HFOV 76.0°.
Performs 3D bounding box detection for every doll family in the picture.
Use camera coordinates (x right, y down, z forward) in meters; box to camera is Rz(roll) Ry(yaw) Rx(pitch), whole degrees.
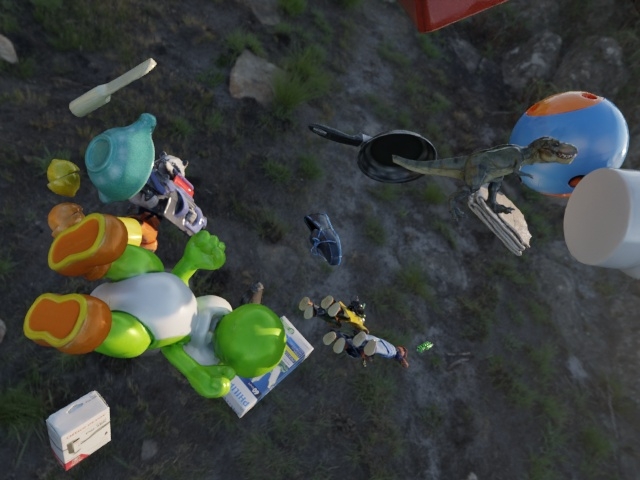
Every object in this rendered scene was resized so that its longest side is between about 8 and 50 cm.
[{"bbox_3d":[0.056,0.144,0.642,0.111,0.076,0.193,37,8,-46],"label":"doll family"}]

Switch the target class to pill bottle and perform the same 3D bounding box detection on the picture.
[{"bbox_3d":[0.710,-0.024,0.781,0.393,0.224,0.223,7,51,-2],"label":"pill bottle"}]

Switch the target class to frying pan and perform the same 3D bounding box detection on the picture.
[{"bbox_3d":[0.127,-0.219,1.032,0.327,0.197,0.053,7,62,-2],"label":"frying pan"}]

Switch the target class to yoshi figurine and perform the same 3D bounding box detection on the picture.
[{"bbox_3d":[-0.172,0.109,0.572,0.203,0.203,0.362,38,-4,37],"label":"yoshi figurine"}]

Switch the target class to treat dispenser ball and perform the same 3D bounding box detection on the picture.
[{"bbox_3d":[0.682,-0.265,1.143,0.289,0.288,0.288,15,50,-19],"label":"treat dispenser ball"}]

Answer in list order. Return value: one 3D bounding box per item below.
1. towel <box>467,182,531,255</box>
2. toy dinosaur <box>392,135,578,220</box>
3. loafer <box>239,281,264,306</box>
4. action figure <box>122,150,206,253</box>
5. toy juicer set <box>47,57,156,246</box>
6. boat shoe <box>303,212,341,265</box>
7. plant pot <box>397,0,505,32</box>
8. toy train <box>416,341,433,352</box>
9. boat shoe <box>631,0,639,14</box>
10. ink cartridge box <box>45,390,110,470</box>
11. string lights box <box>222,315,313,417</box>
[{"bbox_3d":[0.455,-0.082,1.050,0.187,0.049,0.282,46,30,-5],"label":"towel"},{"bbox_3d":[0.258,-0.098,0.668,0.064,0.269,0.118,-41,125,-66],"label":"toy dinosaur"},{"bbox_3d":[-0.168,0.169,1.027,0.061,0.170,0.062,44,47,19],"label":"loafer"},{"bbox_3d":[-0.422,-0.079,0.925,0.179,0.341,0.330,19,65,20],"label":"action figure"},{"bbox_3d":[-0.374,-0.138,0.717,0.089,0.210,0.328,22,75,-63],"label":"toy juicer set"},{"bbox_3d":[0.000,0.000,1.409,0.089,0.108,0.258,0,31,-18],"label":"boat shoe"},{"bbox_3d":[0.219,-0.488,0.566,0.267,0.268,0.235,-90,158,-49],"label":"plant pot"},{"bbox_3d":[0.330,0.336,1.292,0.083,0.024,0.017,-4,97,-50],"label":"toy train"},{"bbox_3d":[0.241,-0.242,0.263,0.105,0.089,0.285,-11,78,-64],"label":"boat shoe"},{"bbox_3d":[-0.499,0.395,0.852,0.056,0.135,0.099,35,38,23],"label":"ink cartridge box"},{"bbox_3d":[-0.159,0.341,1.131,0.133,0.076,0.260,45,50,13],"label":"string lights box"}]
